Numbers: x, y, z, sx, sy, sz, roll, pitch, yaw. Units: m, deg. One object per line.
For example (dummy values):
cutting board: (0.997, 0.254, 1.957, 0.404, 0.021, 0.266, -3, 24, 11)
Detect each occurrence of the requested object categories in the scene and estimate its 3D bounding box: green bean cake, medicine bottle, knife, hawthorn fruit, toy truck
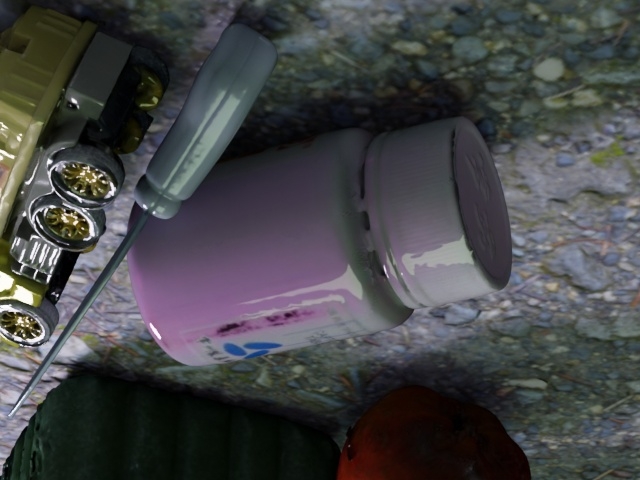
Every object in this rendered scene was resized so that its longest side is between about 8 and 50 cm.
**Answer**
green bean cake: (-0.161, 0.282, 1.493, 0.308, 0.169, 0.300, 13, 144, -17)
medicine bottle: (0.000, 0.000, 1.090, 0.254, 0.152, 0.152, -12, 143, 20)
knife: (-0.130, -0.001, 1.024, 0.044, 0.080, 0.331, 32, 100, -10)
hawthorn fruit: (0.092, 0.241, 1.401, 0.185, 0.185, 0.202, 16, 124, -18)
toy truck: (-0.219, -0.050, 1.059, 0.157, 0.124, 0.272, 25, 139, -7)
